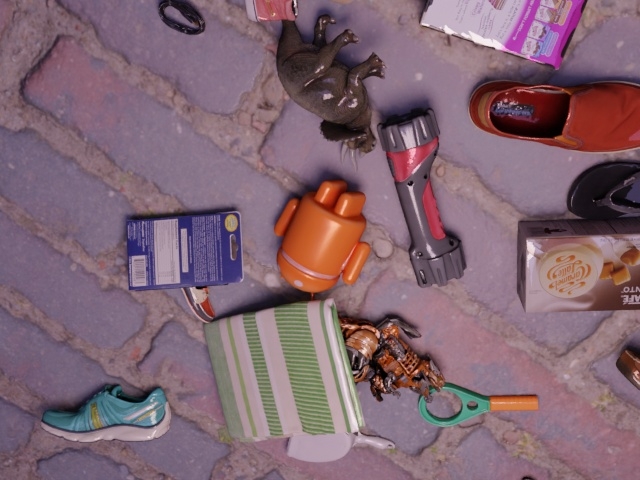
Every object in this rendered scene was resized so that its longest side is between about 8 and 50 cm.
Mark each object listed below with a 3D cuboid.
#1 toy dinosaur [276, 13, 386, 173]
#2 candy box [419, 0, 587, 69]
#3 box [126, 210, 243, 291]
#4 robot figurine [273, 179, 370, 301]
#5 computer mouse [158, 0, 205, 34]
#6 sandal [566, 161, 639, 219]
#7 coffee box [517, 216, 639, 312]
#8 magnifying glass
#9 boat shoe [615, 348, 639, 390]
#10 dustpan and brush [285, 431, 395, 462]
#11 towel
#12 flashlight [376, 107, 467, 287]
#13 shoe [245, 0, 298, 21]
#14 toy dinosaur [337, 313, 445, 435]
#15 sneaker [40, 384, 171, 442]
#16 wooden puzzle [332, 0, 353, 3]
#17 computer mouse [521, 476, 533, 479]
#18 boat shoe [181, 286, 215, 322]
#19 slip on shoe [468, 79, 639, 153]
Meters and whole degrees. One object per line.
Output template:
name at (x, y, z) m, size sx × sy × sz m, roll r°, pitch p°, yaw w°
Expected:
toy dinosaur at (0.006, -0.270, 1.096) m, size 0.313 × 0.121 × 0.160 m, roll 43°, pitch 95°, yaw -12°
candy box at (0.291, -0.383, 1.045) m, size 0.233 × 0.071 × 0.159 m, roll 19°, pitch 110°, yaw 0°
box at (-0.251, 0.021, 1.245) m, size 0.225 × 0.036 × 0.137 m, roll -4°, pitch 84°, yaw 10°
robot figurine at (0.001, 0.001, 1.183) m, size 0.158 × 0.128 × 0.220 m, roll 21°, pitch 111°, yaw -14°
computer mouse at (-0.290, -0.442, 1.122) m, size 0.071 × 0.041 × 0.242 m, roll -38°, pitch 107°, yaw 26°
sandal at (0.551, -0.088, 1.121) m, size 0.254 × 0.054 × 0.097 m, roll -7°, pitch 108°, yaw 9°
coffee box at (0.475, 0.041, 1.152) m, size 0.246 × 0.098 × 0.141 m, roll -2°, pitch 109°, yaw 8°
magnifying glass at (0.309, 0.324, 1.309) m, size 0.230 × 0.026 × 0.092 m, roll -4°, pitch 108°, yaw 8°
boat shoe at (0.694, 0.261, 1.199) m, size 0.323 × 0.122 × 0.120 m, roll 24°, pitch 105°, yaw -10°
dustpan and brush at (0.048, 0.404, 1.360) m, size 0.211 × 0.060 × 0.147 m, roll 17°, pitch 112°, yaw 9°
towel at (-0.077, 0.246, 1.229) m, size 0.324 × 0.038 × 0.248 m, roll -17°, pitch 86°, yaw 38°
flashlight at (0.187, -0.073, 1.156) m, size 0.103 × 0.103 × 0.304 m, roll -6°, pitch 114°, yaw 37°
shoe at (-0.079, -0.422, 1.020) m, size 0.081 × 0.064 × 0.178 m, roll 5°, pitch 136°, yaw 10°
toy dinosaur at (0.071, 0.228, 1.268) m, size 0.321 × 0.164 × 0.218 m, roll 31°, pitch 96°, yaw 17°
sneaker at (-0.449, 0.359, 1.394) m, size 0.275 × 0.107 × 0.110 m, roll -4°, pitch 89°, yaw 4°
wooden puzzle at (-0.050, -0.582, 1.023) m, size 0.322 × 0.080 × 0.348 m, roll 17°, pitch 115°, yaw 2°
computer mouse at (0.331, 0.585, 1.380) m, size 0.261 × 0.060 × 0.184 m, roll -11°, pitch 103°, yaw -1°
boat shoe at (-0.241, 0.097, 1.291) m, size 0.043 × 0.049 × 0.137 m, roll -27°, pitch 99°, yaw 13°
slip on shoe at (0.410, -0.202, 1.077) m, size 0.331 × 0.101 × 0.123 m, roll 6°, pitch 108°, yaw 4°
